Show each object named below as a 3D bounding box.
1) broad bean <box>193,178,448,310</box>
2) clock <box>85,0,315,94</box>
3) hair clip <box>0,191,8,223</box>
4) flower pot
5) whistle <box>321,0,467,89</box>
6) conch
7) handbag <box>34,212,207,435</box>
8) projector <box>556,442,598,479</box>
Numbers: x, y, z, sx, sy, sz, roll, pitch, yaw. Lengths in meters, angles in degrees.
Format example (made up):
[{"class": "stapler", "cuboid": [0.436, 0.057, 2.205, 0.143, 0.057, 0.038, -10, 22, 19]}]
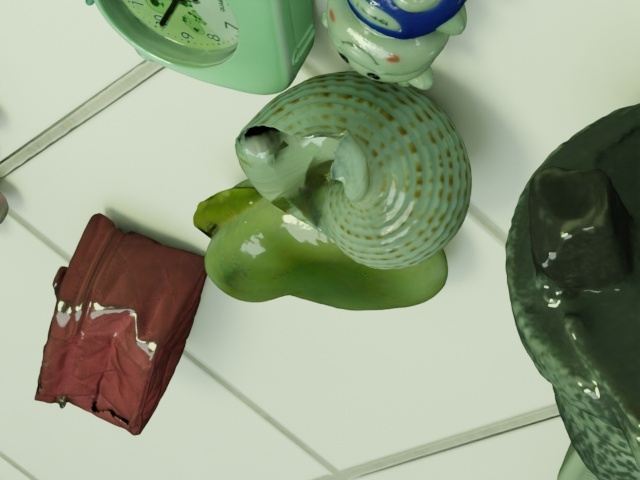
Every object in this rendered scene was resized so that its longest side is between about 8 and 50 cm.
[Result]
[{"class": "broad bean", "cuboid": [0.000, 0.000, 1.698, 0.228, 0.100, 0.169, 11, 153, 5]}, {"class": "clock", "cuboid": [-0.111, -0.201, 1.521, 0.211, 0.066, 0.159, 18, 146, 17]}, {"class": "hair clip", "cuboid": [-0.370, -0.082, 1.885, 0.146, 0.075, 0.257, 21, 153, 16]}, {"class": "flower pot", "cuboid": [0.272, 0.050, 1.367, 0.299, 0.299, 0.283, 14, 148, 22]}, {"class": "whistle", "cuboid": [0.058, -0.185, 1.390, 0.110, 0.092, 0.244, 36, 150, 8]}, {"class": "conch", "cuboid": [0.038, -0.068, 1.530, 0.172, 0.131, 0.200, 32, 158, 22]}, {"class": "handbag", "cuboid": [-0.199, 0.084, 1.911, 0.135, 0.146, 0.225, 22, 147, 0]}, {"class": "projector", "cuboid": [0.341, 0.161, 1.569, 0.256, 0.192, 0.099, 25, 143, 4]}]
